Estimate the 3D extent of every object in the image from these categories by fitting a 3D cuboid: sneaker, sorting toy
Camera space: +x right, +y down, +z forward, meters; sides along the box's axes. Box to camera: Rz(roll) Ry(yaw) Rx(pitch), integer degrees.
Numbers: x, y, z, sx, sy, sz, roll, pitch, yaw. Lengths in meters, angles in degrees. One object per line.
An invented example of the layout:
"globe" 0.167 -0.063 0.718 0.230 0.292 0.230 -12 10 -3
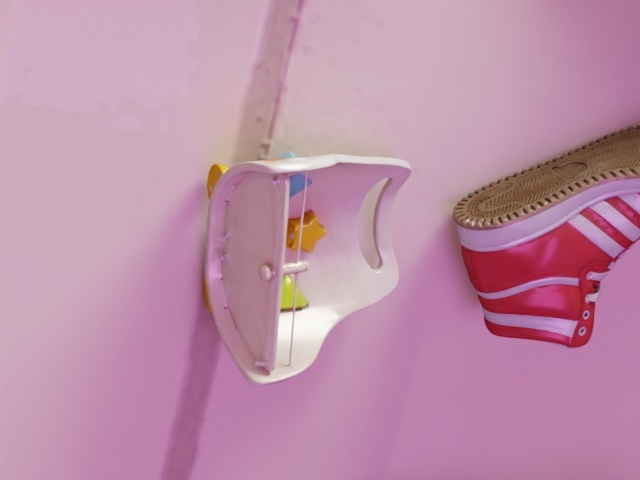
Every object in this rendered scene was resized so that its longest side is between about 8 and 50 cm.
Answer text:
"sneaker" 0.111 -0.001 0.698 0.118 0.042 0.067 -19 118 -10
"sorting toy" 0.000 0.000 0.641 0.075 0.045 0.083 -11 119 -32
